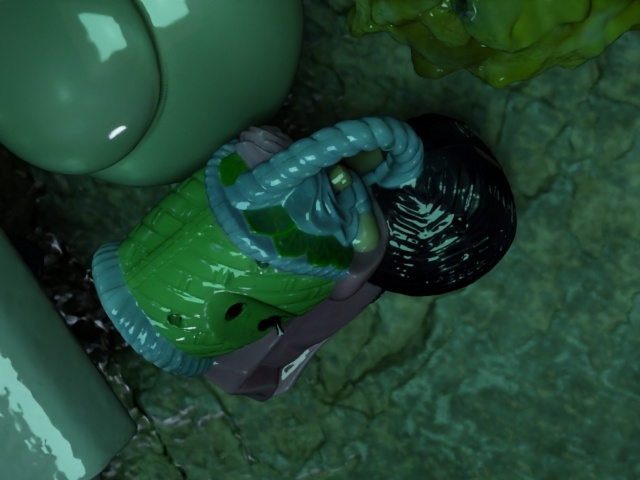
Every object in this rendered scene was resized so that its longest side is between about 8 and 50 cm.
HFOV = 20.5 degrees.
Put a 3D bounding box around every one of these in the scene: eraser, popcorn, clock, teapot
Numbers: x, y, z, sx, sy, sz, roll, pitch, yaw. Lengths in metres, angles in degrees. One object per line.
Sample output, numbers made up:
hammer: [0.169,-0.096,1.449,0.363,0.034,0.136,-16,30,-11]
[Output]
eraser: [-0.237,0.033,0.965,0.174,0.095,0.270,-26,100,35]
popcorn: [0.097,-0.156,0.913,0.174,0.142,0.173,0,84,4]
clock: [0.000,0.000,0.955,0.195,0.194,0.100,-32,67,14]
teapot: [-0.149,-0.100,0.970,0.220,0.149,0.318,51,136,2]

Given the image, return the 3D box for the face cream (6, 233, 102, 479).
face cream: [-0.217,0.159,1.101,0.163,0.080,0.336,10,110,7]
